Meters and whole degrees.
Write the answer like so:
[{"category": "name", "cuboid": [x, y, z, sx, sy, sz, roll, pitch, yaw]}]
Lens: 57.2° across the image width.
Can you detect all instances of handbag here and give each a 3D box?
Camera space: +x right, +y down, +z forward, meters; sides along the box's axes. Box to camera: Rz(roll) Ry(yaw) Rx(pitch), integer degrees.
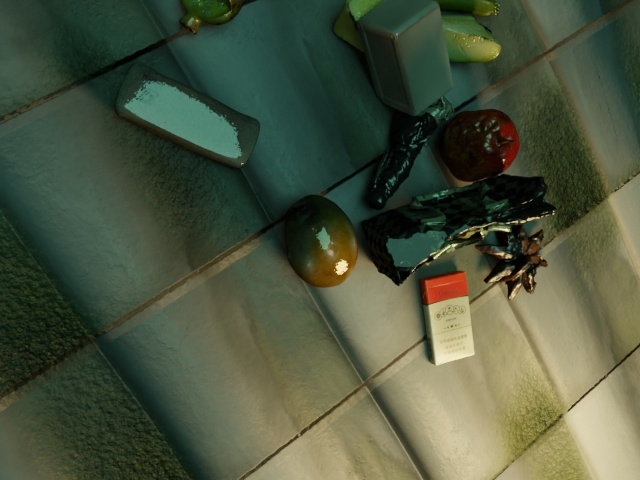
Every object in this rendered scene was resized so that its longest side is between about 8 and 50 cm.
[{"category": "handbag", "cuboid": [0.327, -0.043, 1.426, 0.416, 0.317, 0.180, -20, 96, -3]}]

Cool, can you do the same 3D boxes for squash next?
[{"category": "squash", "cuboid": [0.330, -0.533, 1.576, 0.252, 0.169, 0.093, -7, 138, -22]}, {"category": "squash", "cuboid": [0.387, -0.663, 1.619, 0.258, 0.069, 0.069, -2, 92, -23]}]

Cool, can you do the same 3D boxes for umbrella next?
[{"category": "umbrella", "cuboid": [0.221, -0.242, 1.541, 0.106, 0.113, 0.357, 41, 76, -40]}]

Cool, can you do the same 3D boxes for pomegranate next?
[{"category": "pomegranate", "cuboid": [-0.249, -0.553, 1.345, 0.143, 0.122, 0.169, 33, 116, 9]}]

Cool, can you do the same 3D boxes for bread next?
[{"category": "bread", "cuboid": [0.147, -0.623, 1.493, 0.266, 0.142, 0.178, -54, 147, -15]}]

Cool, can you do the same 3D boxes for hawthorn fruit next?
[{"category": "hawthorn fruit", "cuboid": [0.442, -0.260, 1.559, 0.208, 0.243, 0.207, -1, 93, -19]}]

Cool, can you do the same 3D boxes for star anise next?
[{"category": "star anise", "cuboid": [0.575, 0.043, 1.696, 0.272, 0.102, 0.271, 1, 88, -23]}]

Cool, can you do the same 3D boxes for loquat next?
[{"category": "loquat", "cuboid": [0.000, 0.000, 1.430, 0.179, 0.179, 0.227, -15, 101, -21]}]

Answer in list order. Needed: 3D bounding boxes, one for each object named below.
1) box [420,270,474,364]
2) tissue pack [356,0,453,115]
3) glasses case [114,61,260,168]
[{"category": "box", "cuboid": [0.358, 0.216, 1.649, 0.139, 0.035, 0.245, -11, 96, -20]}, {"category": "tissue pack", "cuboid": [0.211, -0.459, 1.456, 0.136, 0.159, 0.246, -39, 137, -15]}, {"category": "glasses case", "cuboid": [-0.301, -0.280, 1.351, 0.323, 0.074, 0.131, 23, 82, -21]}]
